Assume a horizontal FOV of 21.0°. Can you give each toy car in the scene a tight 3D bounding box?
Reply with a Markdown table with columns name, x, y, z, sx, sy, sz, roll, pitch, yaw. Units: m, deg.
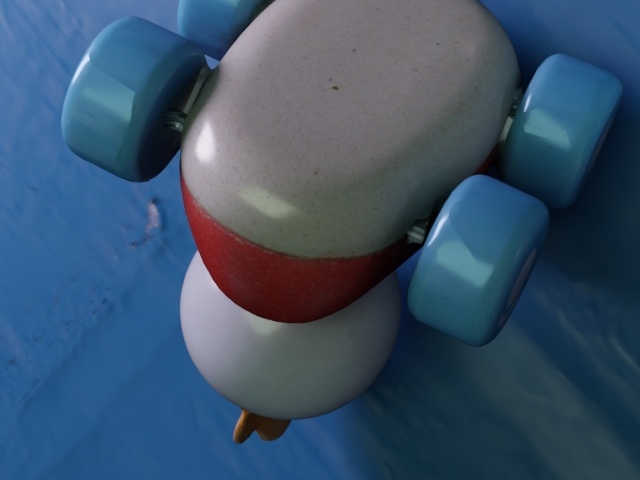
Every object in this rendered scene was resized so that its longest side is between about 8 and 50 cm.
| name | x | y | z | sx | sy | sz | roll | pitch | yaw |
| --- | --- | --- | --- | --- | --- | --- | --- | --- | --- |
| toy car | 0.000 | 0.000 | 0.876 | 0.219 | 0.210 | 0.238 | 25 | 134 | 12 |
